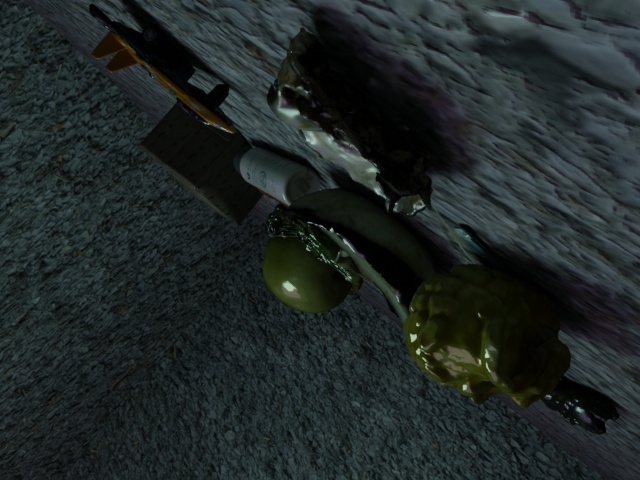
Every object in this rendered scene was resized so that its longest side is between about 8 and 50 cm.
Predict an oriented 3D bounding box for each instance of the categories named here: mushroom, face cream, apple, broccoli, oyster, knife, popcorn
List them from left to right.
[{"bbox_3d":[-0.118,-0.156,1.107,0.092,0.092,0.311,44,173,-39],"label":"face cream"},{"bbox_3d":[-0.033,0.070,1.483,0.254,0.291,0.292,12,160,30],"label":"apple"},{"bbox_3d":[-0.004,0.006,1.279,0.304,0.145,0.165,40,171,12],"label":"broccoli"},{"bbox_3d":[0.037,-0.108,0.545,0.214,0.083,0.223,43,180,-4],"label":"oyster"},{"bbox_3d":[0.097,0.022,0.924,0.344,0.130,0.247,43,172,1],"label":"mushroom"},{"bbox_3d":[0.219,0.010,0.671,0.096,0.010,0.027,38,174,-16],"label":"knife"},{"bbox_3d":[0.233,0.134,0.684,0.235,0.181,0.217,27,174,-20],"label":"popcorn"}]

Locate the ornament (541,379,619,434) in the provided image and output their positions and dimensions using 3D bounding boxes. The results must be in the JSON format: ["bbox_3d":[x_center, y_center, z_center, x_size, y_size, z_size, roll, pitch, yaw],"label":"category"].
[{"bbox_3d":[0.438,0.273,0.983,0.236,0.080,0.202,40,175,-9],"label":"ornament"}]

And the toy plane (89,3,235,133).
[{"bbox_3d":[-0.266,-0.303,0.906,0.316,0.103,0.204,31,175,10],"label":"toy plane"}]

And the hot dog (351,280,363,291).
[{"bbox_3d":[0.048,0.065,1.692,0.259,0.114,0.175,32,167,22],"label":"hot dog"}]

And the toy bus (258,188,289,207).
[{"bbox_3d":[-0.092,-0.129,1.210,0.192,0.077,0.065,34,170,29],"label":"toy bus"}]

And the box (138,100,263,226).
[{"bbox_3d":[-0.297,-0.207,1.353,0.225,0.190,0.297,35,174,21],"label":"box"}]
